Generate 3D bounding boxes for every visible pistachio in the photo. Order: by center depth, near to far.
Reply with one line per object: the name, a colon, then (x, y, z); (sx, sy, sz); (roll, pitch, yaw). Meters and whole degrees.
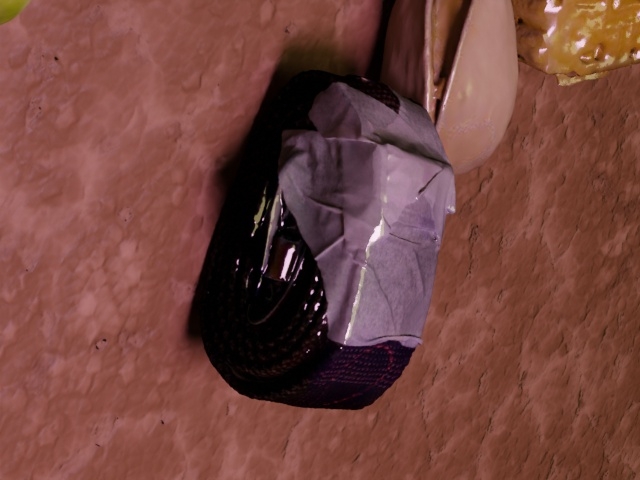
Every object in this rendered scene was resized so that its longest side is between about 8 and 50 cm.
pistachio: (0.119, -0.164, 1.592); (0.152, 0.126, 0.223); (-45, 141, -78)

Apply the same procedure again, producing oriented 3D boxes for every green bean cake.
green bean cake: (0.271, -0.278, 1.680); (0.229, 0.131, 0.224); (-14, 121, -30)

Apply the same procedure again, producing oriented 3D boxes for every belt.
belt: (0.000, 0.000, 1.492); (0.164, 0.184, 0.289); (14, 92, -48)

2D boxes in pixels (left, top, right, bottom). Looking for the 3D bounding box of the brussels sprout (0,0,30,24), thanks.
brussels sprout: (-0.239, -0.222, 1.061); (0.223, 0.223, 0.161); (-52, 155, -19)
